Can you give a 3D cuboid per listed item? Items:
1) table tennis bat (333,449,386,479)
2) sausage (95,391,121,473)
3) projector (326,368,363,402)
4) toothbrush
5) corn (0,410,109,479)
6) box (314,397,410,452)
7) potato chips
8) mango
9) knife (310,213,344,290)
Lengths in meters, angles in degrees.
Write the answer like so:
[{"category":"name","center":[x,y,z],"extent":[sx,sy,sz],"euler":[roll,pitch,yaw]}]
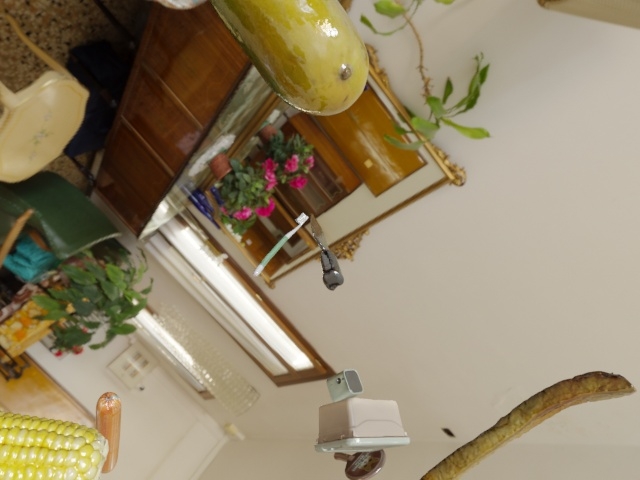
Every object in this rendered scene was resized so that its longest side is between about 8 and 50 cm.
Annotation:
[{"category":"table tennis bat","center":[0.115,0.591,1.031],"extent":[0.107,0.119,0.169],"euler":[-30,-175,-38]},{"category":"sausage","center":[-0.503,0.461,0.981],"extent":[0.053,0.053,0.348],"euler":[-52,167,-55]},{"category":"projector","center":[0.081,0.485,1.385],"extent":[0.082,0.083,0.083],"euler":[-37,147,27]},{"category":"toothbrush","center":[-0.096,0.005,1.037],"extent":[0.018,0.024,0.257],"euler":[-40,-170,45]},{"category":"corn","center":[-0.313,0.180,0.344],"extent":[0.081,0.248,0.081],"euler":[-168,-90,-78]},{"category":"box","center":[0.057,0.266,0.595],"extent":[0.089,0.122,0.062],"euler":[-35,-131,39]},{"category":"potato chips","center":[0.160,0.167,0.351],"extent":[0.204,0.026,0.037],"euler":[-38,-147,12]},{"category":"mango","center":[-0.044,-0.256,0.484],"extent":[0.114,0.251,0.156],"euler":[-37,179,4]},{"category":"knife","center":[0.000,0.000,0.662],"extent":[0.028,0.060,0.230],"euler":[-29,-157,7]}]
